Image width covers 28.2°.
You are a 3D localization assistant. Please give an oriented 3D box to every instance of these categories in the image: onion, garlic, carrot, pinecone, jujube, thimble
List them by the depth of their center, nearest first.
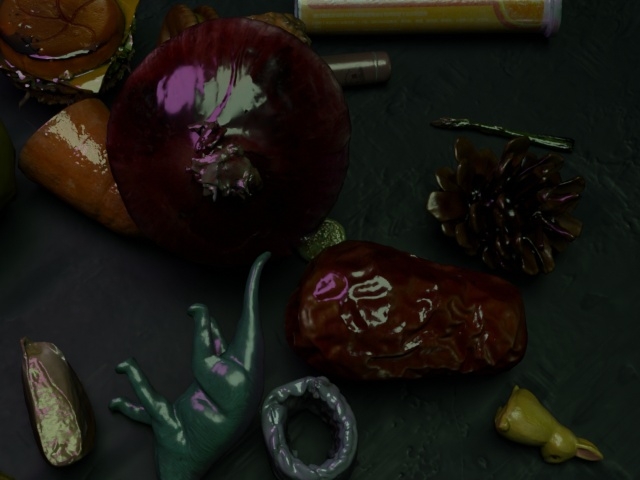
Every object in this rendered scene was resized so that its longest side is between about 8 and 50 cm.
[{"bbox_3d":[-0.126,-0.123,1.713,0.347,0.285,0.348,0,105,0],"label":"onion"},{"bbox_3d":[-0.014,0.269,1.737,0.127,0.118,0.151,-20,68,-10],"label":"thimble"},{"bbox_3d":[-0.359,0.228,1.738,0.087,0.101,0.196,-17,66,-7],"label":"garlic"},{"bbox_3d":[0.128,0.108,1.783,0.342,0.216,0.216,9,64,-17],"label":"jujube"},{"bbox_3d":[0.285,-0.052,1.869,0.228,0.201,0.203,21,89,-26],"label":"pinecone"},{"bbox_3d":[-0.312,-0.082,1.876,0.225,0.159,0.159,45,69,4],"label":"carrot"}]

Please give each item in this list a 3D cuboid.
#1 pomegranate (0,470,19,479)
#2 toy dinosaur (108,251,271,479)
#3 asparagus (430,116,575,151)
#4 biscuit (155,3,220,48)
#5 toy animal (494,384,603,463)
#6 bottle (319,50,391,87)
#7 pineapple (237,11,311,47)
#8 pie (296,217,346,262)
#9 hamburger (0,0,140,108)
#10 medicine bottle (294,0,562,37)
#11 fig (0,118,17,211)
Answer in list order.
[{"bbox_3d":[-0.465,0.376,1.625,0.241,0.190,0.159,48,109,20],"label":"pomegranate"},{"bbox_3d":[-0.113,0.260,1.695,0.383,0.129,0.331,-42,73,9],"label":"toy dinosaur"},{"bbox_3d":[0.290,-0.171,2.019,0.232,0.023,0.022,10,20,0],"label":"asparagus"},{"bbox_3d":[-0.201,-0.248,1.917,0.066,0.220,0.221,2,63,-24],"label":"biscuit"},{"bbox_3d":[0.322,0.277,1.786,0.159,0.070,0.083,31,25,-4],"label":"toy animal"},{"bbox_3d":[0.041,-0.271,2.029,0.140,0.053,0.053,-7,66,-7],"label":"bottle"},{"bbox_3d":[-0.087,-0.171,1.927,0.169,0.169,0.341,-2,76,-5],"label":"pineapple"},{"bbox_3d":[-0.001,0.001,1.916,0.084,0.021,0.084,3,67,-7],"label":"pie"},{"bbox_3d":[-0.396,-0.300,1.956,0.243,0.139,0.262,18,57,9],"label":"hamburger"},{"bbox_3d":[0.171,-0.377,2.063,0.426,0.108,0.108,-2,65,-4],"label":"medicine bottle"},{"bbox_3d":[-0.594,-0.125,1.776,0.343,0.343,0.343,2,65,-3],"label":"fig"}]
